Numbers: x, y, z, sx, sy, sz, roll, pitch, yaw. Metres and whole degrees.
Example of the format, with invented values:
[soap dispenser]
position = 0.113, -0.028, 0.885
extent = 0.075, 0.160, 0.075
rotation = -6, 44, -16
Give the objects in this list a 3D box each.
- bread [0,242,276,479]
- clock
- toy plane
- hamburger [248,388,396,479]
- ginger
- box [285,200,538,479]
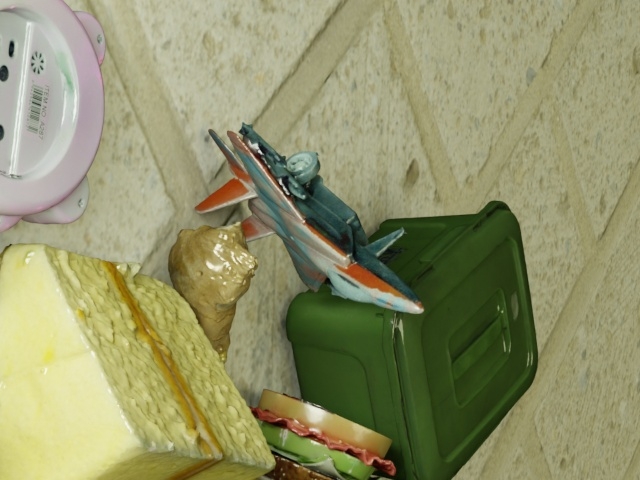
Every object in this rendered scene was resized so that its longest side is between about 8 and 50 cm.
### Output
[bread]
position = -0.205, 0.137, 1.671
extent = 0.263, 0.198, 0.236
rotation = 23, 40, -60
[clock]
position = -0.271, -0.118, 1.521
extent = 0.248, 0.090, 0.227
rotation = 15, 79, -61
[toy plane]
position = 0.005, -0.005, 1.801
extent = 0.104, 0.326, 0.223
rotation = -43, 132, -21
[hamburger]
position = -0.019, 0.239, 1.927
extent = 0.175, 0.175, 0.137
rotation = 35, 77, -56
[ginger]
position = -0.116, 0.049, 1.821
extent = 0.067, 0.096, 0.165
rotation = -27, 146, -46
[box]
position = 0.106, 0.116, 2.112
extent = 0.329, 0.178, 0.252
rotation = -37, 122, -51
